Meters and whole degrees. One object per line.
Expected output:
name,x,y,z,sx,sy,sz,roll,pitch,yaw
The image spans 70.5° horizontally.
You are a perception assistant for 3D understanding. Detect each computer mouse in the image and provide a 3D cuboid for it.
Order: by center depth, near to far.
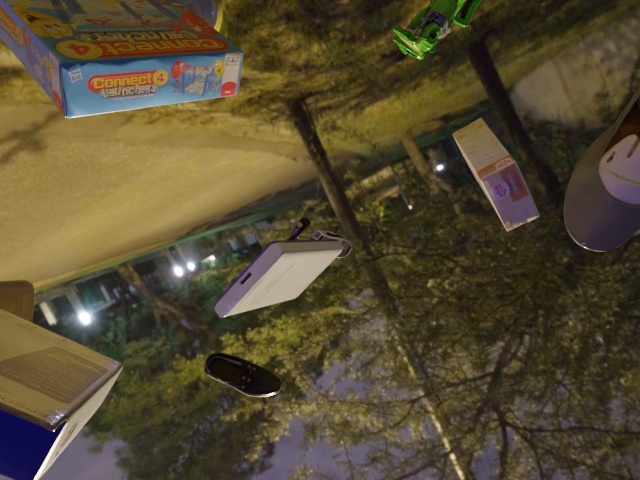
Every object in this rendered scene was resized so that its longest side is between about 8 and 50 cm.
computer mouse,0.000,0.000,1.319,0.106,0.193,0.042,-61,-155,23

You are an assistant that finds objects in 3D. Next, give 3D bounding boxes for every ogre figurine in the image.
ogre figurine,0.172,-0.339,0.683,0.118,0.097,0.197,-51,172,17

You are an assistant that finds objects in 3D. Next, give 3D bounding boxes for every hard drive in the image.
hard drive,-0.085,0.080,1.070,0.210,0.040,0.318,-46,163,18

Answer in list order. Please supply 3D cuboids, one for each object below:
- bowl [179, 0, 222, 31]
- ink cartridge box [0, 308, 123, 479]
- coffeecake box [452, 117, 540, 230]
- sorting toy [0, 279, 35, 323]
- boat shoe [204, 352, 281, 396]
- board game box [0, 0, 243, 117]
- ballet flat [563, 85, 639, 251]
bowl,-0.349,-0.580,1.133,0.289,0.289,0.156,-28,-136,-36
ink cartridge box,-0.284,0.122,0.400,0.065,0.165,0.332,-64,-170,-16
coffeecake box,0.340,-0.132,0.887,0.068,0.142,0.185,-29,-145,19
sorting toy,-0.641,0.163,0.723,0.307,0.229,0.041,-2,129,-27
boat shoe,-0.127,0.222,0.744,0.042,0.133,0.049,109,0,-61
board game box,-0.347,-0.347,0.783,0.308,0.302,0.086,-25,148,-39
ballet flat,0.287,-0.087,0.404,0.213,0.072,0.068,-53,162,-14
